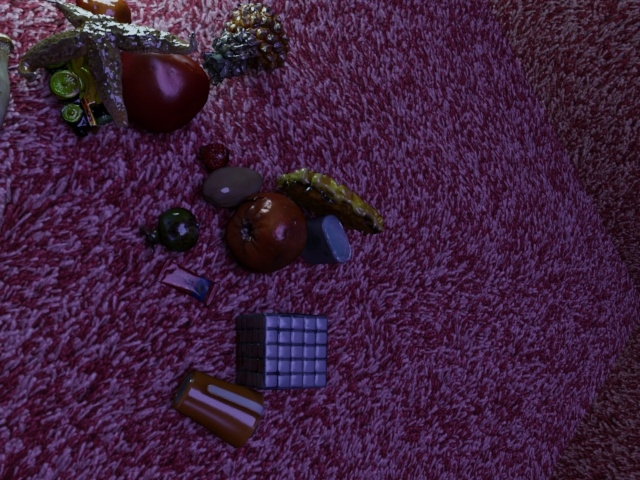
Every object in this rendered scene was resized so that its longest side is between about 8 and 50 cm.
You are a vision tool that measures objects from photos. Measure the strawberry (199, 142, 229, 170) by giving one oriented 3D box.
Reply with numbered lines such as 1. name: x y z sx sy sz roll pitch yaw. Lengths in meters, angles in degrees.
1. strawberry: -0.353 -0.280 1.761 0.106 0.106 0.106 5 81 -31

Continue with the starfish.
1. starfish: -0.596 -0.500 1.467 0.431 0.082 0.324 21 81 -5

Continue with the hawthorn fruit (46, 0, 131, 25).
1. hawthorn fruit: -0.714 -0.683 1.580 0.285 0.165 0.165 13 77 -16

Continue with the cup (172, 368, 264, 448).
1. cup: -0.300 0.505 1.622 0.263 0.226 0.182 32 51 -17

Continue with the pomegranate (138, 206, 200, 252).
1. pomegranate: -0.459 -0.026 1.641 0.169 0.148 0.149 -28 98 -24

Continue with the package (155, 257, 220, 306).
1. package: -0.424 0.135 1.704 0.200 0.022 0.083 31 69 -23

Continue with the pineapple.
1. pineapple: -0.272 -0.616 1.741 0.262 0.262 0.272 51 52 -15

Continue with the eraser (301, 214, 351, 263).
1. eraser: 0.000 0.000 1.858 0.081 0.227 0.174 -31 101 -26

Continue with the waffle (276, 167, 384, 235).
1. waffle: 0.035 -0.127 1.816 0.382 0.379 0.095 31 81 -18

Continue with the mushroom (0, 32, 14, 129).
1. mushroom: -0.916 -0.401 1.442 0.122 0.095 0.352 7 78 -10

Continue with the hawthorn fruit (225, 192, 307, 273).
1. hawthorn fruit: -0.156 -0.032 1.771 0.307 0.275 0.276 -16 92 -61

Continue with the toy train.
1. toy train: -0.711 -0.458 1.553 0.160 0.100 0.296 -20 94 -18

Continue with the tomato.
1. tomato: -0.487 -0.477 1.631 0.298 0.226 0.299 4 82 -34

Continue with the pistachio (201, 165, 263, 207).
1. pistachio: -0.294 -0.181 1.763 0.226 0.135 0.136 -21 94 -39

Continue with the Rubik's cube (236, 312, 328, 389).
1. Rubik's cube: -0.128 0.357 1.729 0.236 0.237 0.238 6 81 -32
